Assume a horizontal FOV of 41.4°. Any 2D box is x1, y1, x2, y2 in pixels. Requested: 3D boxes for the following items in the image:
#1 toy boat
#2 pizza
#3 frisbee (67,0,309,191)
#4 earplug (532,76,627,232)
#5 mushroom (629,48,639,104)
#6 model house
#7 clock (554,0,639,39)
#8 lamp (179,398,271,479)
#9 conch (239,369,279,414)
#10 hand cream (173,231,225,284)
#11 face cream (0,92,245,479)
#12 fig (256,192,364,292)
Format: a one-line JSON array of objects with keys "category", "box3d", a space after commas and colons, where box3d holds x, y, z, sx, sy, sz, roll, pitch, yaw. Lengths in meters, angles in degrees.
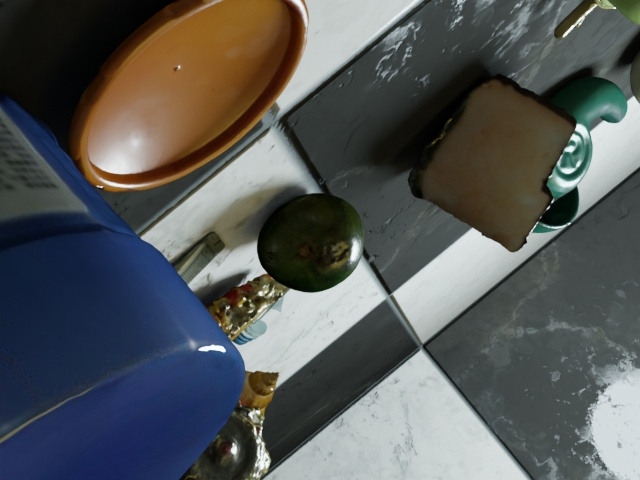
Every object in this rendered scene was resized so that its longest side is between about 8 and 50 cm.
[{"category": "toy boat", "box3d": [-0.072, 0.091, 1.138, 0.149, 0.034, 0.105, -47, 164, 26]}, {"category": "pizza", "box3d": [-0.119, 0.093, 1.008, 0.199, 0.062, 0.188, -37, 178, -26]}, {"category": "frisbee", "box3d": [-0.090, -0.108, 0.575, 0.192, 0.035, 0.192, -36, 164, -12]}, {"category": "earplug", "box3d": [0.351, -0.126, 1.349, 0.280, 0.164, 0.257, -39, -155, 43]}, {"category": "mushroom", "box3d": [0.614, -0.280, 1.381, 0.206, 0.209, 0.206, -14, 139, -13]}, {"category": "model house", "box3d": [0.226, -0.107, 1.088, 0.183, 0.166, 0.172, -59, 174, 13]}, {"category": "clock", "box3d": [0.384, -0.330, 0.908, 0.308, 0.096, 0.235, -39, 164, 5]}, {"category": "lamp", "box3d": [-0.179, 0.259, 1.028, 0.177, 0.177, 0.274, -25, 180, -39]}, {"category": "conch", "box3d": [-0.175, 0.251, 1.261, 0.330, 0.109, 0.093, -26, 133, 33]}, {"category": "hand cream", "box3d": [-0.163, 0.055, 0.872, 0.165, 0.037, 0.057, -45, 164, -7]}, {"category": "face cream", "box3d": [-0.201, 0.060, 0.452, 0.249, 0.225, 0.249, -36, 161, -15]}, {"category": "fig", "box3d": [0.000, 0.000, 0.957, 0.117, 0.117, 0.177, -42, 174, 11]}]
